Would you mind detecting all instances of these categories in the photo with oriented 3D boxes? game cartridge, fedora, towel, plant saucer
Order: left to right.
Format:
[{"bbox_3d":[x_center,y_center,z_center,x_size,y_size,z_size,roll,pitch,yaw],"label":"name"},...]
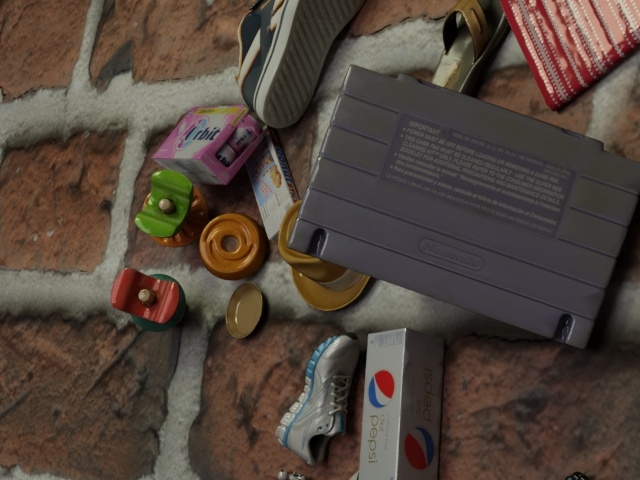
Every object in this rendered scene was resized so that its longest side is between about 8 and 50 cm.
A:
[{"bbox_3d":[-0.106,0.102,2.142,0.083,0.015,0.083,-22,60,44],"label":"plant saucer"},{"bbox_3d":[0.000,0.000,2.005,0.194,0.079,0.194,-20,62,44],"label":"fedora"},{"bbox_3d":[0.165,-0.041,1.659,0.068,0.355,0.230,82,-152,-87],"label":"game cartridge"},{"bbox_3d":[0.339,-0.307,1.750,0.275,0.031,0.198,-40,57,35],"label":"towel"}]

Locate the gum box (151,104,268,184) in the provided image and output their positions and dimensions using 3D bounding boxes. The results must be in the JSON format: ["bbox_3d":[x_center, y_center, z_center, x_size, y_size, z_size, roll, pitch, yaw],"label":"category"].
[{"bbox_3d":[-0.165,-0.143,2.213,0.107,0.062,0.188,-53,25,-16],"label":"gum box"}]

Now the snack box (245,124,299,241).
[{"bbox_3d":[-0.071,-0.085,2.166,0.064,0.022,0.178,-44,47,31],"label":"snack box"}]

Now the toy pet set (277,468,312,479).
[{"bbox_3d":[-0.042,0.361,1.930,0.114,0.065,0.122,-4,74,49],"label":"toy pet set"}]

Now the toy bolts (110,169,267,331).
[{"bbox_3d":[-0.194,0.039,2.218,0.218,0.158,0.228,23,83,11],"label":"toy bolts"}]

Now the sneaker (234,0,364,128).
[{"bbox_3d":[-0.034,-0.330,2.133,0.127,0.126,0.321,44,112,42],"label":"sneaker"}]

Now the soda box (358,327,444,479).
[{"bbox_3d":[0.100,0.221,1.809,0.069,0.074,0.216,-13,66,47],"label":"soda box"}]

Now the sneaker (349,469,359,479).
[{"bbox_3d":[0.062,0.318,1.849,0.037,0.032,0.083,-51,44,24],"label":"sneaker"}]

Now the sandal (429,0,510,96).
[{"bbox_3d":[0.184,-0.266,1.900,0.090,0.060,0.219,32,96,50],"label":"sandal"}]

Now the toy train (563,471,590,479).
[{"bbox_3d":[0.246,0.318,1.637,0.158,0.027,0.036,-56,38,18],"label":"toy train"}]

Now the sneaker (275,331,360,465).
[{"bbox_3d":[0.015,0.210,1.928,0.083,0.071,0.190,41,117,42],"label":"sneaker"}]
